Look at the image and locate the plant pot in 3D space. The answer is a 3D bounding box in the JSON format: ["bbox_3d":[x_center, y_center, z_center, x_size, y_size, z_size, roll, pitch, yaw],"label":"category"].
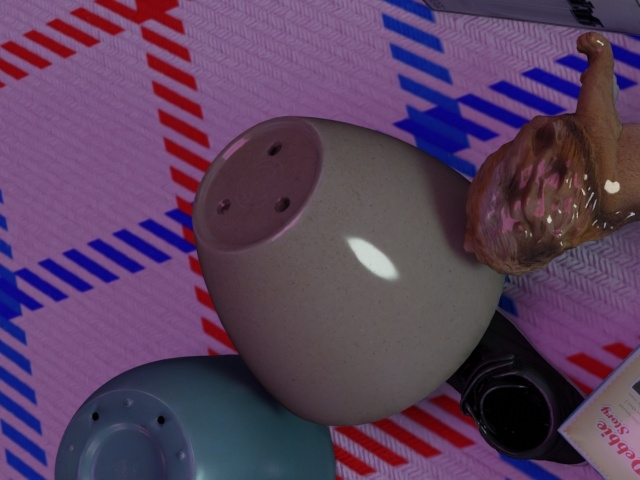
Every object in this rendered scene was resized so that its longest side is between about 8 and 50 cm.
[{"bbox_3d":[-0.161,0.267,1.459,0.293,0.235,0.293,-5,79,24],"label":"plant pot"}]

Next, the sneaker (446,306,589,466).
[{"bbox_3d":[0.172,0.132,1.372,0.296,0.147,0.104,40,100,27],"label":"sneaker"}]

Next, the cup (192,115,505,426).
[{"bbox_3d":[0.000,0.000,1.365,0.331,0.237,0.331,-21,48,25],"label":"cup"}]

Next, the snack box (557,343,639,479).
[{"bbox_3d":[0.397,0.226,1.178,0.187,0.060,0.322,-47,61,8],"label":"snack box"}]

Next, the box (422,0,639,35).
[{"bbox_3d":[0.236,-0.307,1.410,0.290,0.169,0.087,13,84,28],"label":"box"}]

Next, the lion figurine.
[{"bbox_3d":[0.347,-0.064,1.266,0.392,0.142,0.240,7,70,12],"label":"lion figurine"}]
